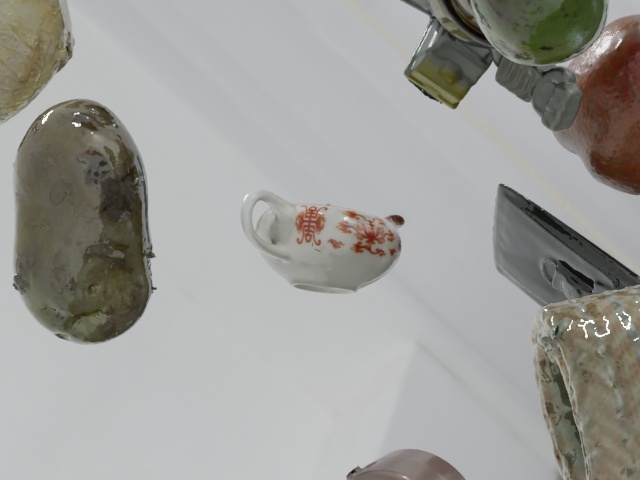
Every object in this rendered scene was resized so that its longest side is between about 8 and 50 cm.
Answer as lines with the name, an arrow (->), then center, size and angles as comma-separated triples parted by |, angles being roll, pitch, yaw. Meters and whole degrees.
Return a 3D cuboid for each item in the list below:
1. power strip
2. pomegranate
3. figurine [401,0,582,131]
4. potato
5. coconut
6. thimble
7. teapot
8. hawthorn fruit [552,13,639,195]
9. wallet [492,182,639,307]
power strip -> 0.087, 0.295, 1.653 | 0.154, 0.154, 0.078 | -43, -13, 34
pomegranate -> 0.170, -0.179, 1.086 | 0.142, 0.115, 0.114 | -10, 15, 6
figurine -> 0.189, -0.286, 1.742 | 0.167, 0.342, 0.285 | -42, 11, -25
potato -> -0.252, -0.020, 1.696 | 0.165, 0.165, 0.262 | -119, 30, -81
coconut -> -0.500, -0.319, 2.145 | 0.346, 0.360, 0.346 | -23, 63, 57
thimble -> 0.295, 0.162, 1.551 | 0.148, 0.229, 0.196 | -11, -11, -3
teapot -> 0.000, 0.000, 1.744 | 0.159, 0.245, 0.116 | 16, 87, 38
hawthorn fruit -> 0.382, -0.181, 1.891 | 0.199, 0.199, 0.251 | -56, -15, -44
wallet -> 0.294, 0.045, 1.888 | 0.052, 0.245, 0.169 | -38, -33, -22
